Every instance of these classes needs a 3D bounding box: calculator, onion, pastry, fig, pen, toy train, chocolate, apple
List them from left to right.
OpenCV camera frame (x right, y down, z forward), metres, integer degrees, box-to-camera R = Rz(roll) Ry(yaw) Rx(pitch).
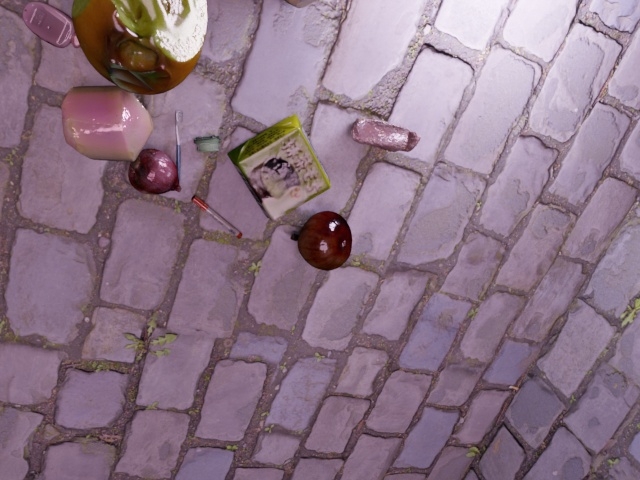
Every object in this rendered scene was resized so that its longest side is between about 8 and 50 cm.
[{"bbox_3d":[-0.795,-0.637,1.415,0.166,0.024,0.103,27,104,-25],"label":"calculator"},{"bbox_3d":[-0.495,-0.601,1.305,0.374,0.374,0.384,4,153,-18],"label":"apple"},{"bbox_3d":[-0.552,-0.220,1.620,0.159,0.159,0.195,-46,140,8],"label":"onion"},{"bbox_3d":[-0.395,-0.338,1.666,0.093,0.038,0.056,-7,119,-13],"label":"toy train"},{"bbox_3d":[-0.389,-0.086,1.792,0.028,0.028,0.239,-44,118,7],"label":"pen"},{"bbox_3d":[-0.136,-0.252,1.725,0.289,0.137,0.300,-31,119,-1],"label":"chocolate"},{"bbox_3d":[0.016,0.001,1.863,0.235,0.214,0.234,0,90,-28],"label":"fig"},{"bbox_3d":[0.233,-0.395,1.787,0.265,0.112,0.102,12,102,-13],"label":"pastry"}]

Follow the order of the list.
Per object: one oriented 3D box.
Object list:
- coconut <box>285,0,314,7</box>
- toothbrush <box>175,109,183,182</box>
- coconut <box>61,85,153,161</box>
[{"bbox_3d":[-0.046,-0.812,1.455,0.171,0.183,0.170,12,73,-47],"label":"coconut"},{"bbox_3d":[-0.494,-0.314,1.659,0.025,0.019,0.275,-4,115,-23],"label":"toothbrush"},{"bbox_3d":[-0.652,-0.363,1.484,0.245,0.233,0.233,-1,115,-15],"label":"coconut"}]
